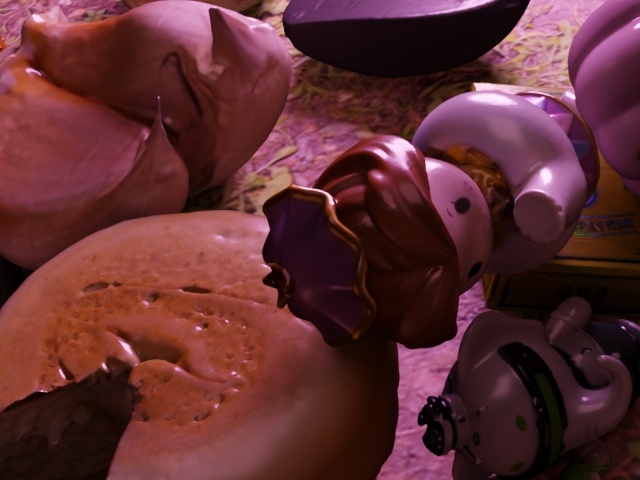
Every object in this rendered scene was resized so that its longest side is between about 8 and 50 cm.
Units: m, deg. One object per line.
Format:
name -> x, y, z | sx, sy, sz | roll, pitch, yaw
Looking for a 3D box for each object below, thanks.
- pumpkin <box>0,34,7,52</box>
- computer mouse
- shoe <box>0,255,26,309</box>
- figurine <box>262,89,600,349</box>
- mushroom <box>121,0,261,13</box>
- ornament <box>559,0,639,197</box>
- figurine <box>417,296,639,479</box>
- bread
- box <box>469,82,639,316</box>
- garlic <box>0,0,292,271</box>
pumpkin -> -0.383, -0.187, 1.323 | 0.074, 0.054, 0.083 | -27, 67, -3
computer mouse -> 0.091, -0.220, 1.178 | 0.270, 0.086, 0.137 | 6, 41, 33
shoe -> -0.331, 0.080, 0.988 | 0.109, 0.149, 0.293 | -10, 47, 10
figurine -> 0.077, -0.016, 0.790 | 0.189, 0.142, 0.263 | 1, 23, 47
mushroom -> -0.155, -0.340, 1.313 | 0.164, 0.189, 0.267 | -26, 56, 21
ornament -> 0.268, -0.112, 0.888 | 0.178, 0.177, 0.177 | -9, 46, 9
figurine -> 0.154, 0.111, 0.824 | 0.192, 0.147, 0.126 | -16, 21, -23
bread -> -0.096, 0.114, 0.872 | 0.333, 0.160, 0.333 | -8, 47, 8
box -> 0.199, -0.038, 0.966 | 0.141, 0.064, 0.220 | 4, 48, -4
garlic -> -0.182, -0.109, 1.072 | 0.313, 0.249, 0.286 | 14, 31, 32
